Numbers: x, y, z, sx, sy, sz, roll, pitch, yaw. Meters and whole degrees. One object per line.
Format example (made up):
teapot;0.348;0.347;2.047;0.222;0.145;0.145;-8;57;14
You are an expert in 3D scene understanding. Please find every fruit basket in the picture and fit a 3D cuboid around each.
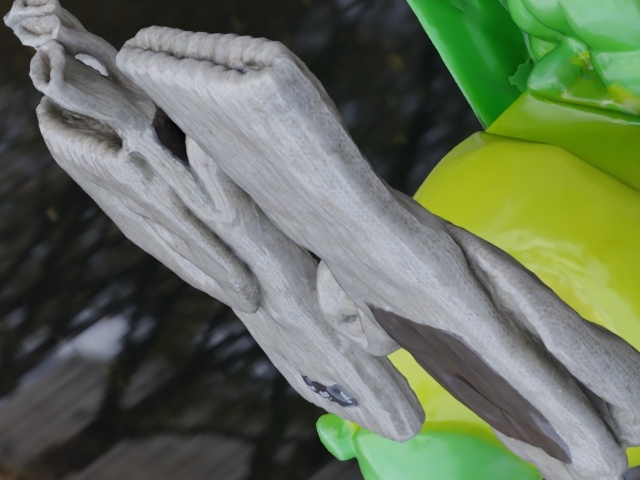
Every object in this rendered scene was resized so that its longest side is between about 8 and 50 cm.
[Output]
fruit basket;0.174;-0.020;0.900;0.283;0.392;0.392;-15;112;45

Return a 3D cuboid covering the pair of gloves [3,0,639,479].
pair of gloves;0.000;0.000;0.584;0.204;0.042;0.240;45;166;-24
